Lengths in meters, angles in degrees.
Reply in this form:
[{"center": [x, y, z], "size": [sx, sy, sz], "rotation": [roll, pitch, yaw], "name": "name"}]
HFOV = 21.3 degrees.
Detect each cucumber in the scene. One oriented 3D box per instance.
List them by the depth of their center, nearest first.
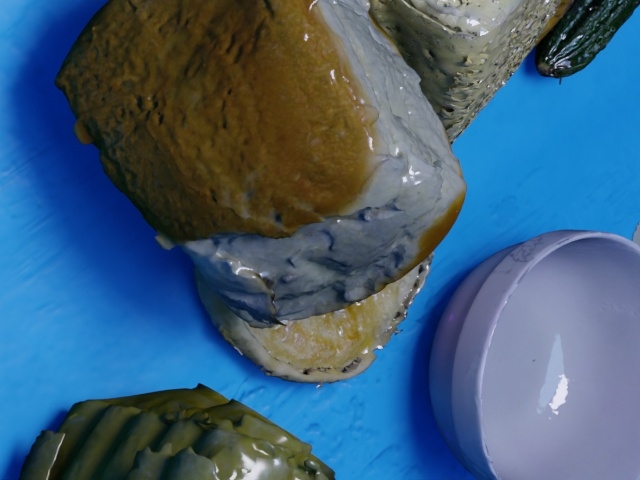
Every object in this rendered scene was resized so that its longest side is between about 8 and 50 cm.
[{"center": [0.300, -0.261, 1.774], "size": [0.077, 0.077, 0.265], "rotation": [47, 69, -33], "name": "cucumber"}]

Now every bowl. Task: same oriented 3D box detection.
[{"center": [0.215, 0.126, 1.703], "size": [0.287, 0.144, 0.287], "rotation": [-5, 99, -39], "name": "bowl"}]

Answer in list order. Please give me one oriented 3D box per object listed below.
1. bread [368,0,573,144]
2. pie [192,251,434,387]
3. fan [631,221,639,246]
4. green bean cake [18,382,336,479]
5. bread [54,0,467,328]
[{"center": [0.094, -0.250, 1.566], "size": [0.279, 0.315, 0.248], "rotation": [36, 67, -2], "name": "bread"}, {"center": [0.000, 0.000, 1.572], "size": [0.274, 0.055, 0.274], "rotation": [-5, 99, -38], "name": "pie"}, {"center": [0.456, -0.038, 1.949], "size": [0.233, 0.012, 0.415], "rotation": [19, 84, -35], "name": "fan"}, {"center": [-0.065, 0.239, 1.405], "size": [0.310, 0.285, 0.202], "rotation": [38, 67, -37], "name": "green bean cake"}, {"center": [-0.041, -0.078, 1.364], "size": [0.279, 0.250, 0.225], "rotation": [64, 20, 14], "name": "bread"}]
